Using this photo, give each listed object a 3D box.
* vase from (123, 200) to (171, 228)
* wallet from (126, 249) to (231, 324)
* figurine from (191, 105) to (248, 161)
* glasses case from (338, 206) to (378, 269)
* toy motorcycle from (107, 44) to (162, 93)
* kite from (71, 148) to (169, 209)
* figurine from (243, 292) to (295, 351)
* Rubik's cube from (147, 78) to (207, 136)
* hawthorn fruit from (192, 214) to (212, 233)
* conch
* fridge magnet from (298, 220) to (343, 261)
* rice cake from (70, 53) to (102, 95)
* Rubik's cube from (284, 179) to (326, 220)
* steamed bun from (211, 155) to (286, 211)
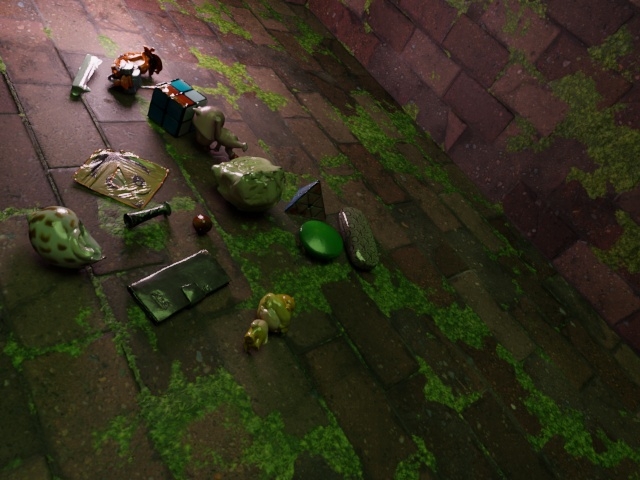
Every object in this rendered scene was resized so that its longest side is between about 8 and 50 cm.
[{"bbox_3d":[-0.627,-0.095,1.651,0.059,0.059,0.167,46,41,14],"label":"vase"},{"bbox_3d":[-0.466,0.147,1.530,0.169,0.044,0.317,46,42,13],"label":"wallet"},{"bbox_3d":[-0.463,-0.468,2.020,0.287,0.186,0.176,42,8,-13],"label":"figurine"},{"bbox_3d":[0.173,-0.017,2.084,0.137,0.085,0.355,11,45,-26],"label":"glasses case"},{"bbox_3d":[-0.874,-0.817,2.152,0.221,0.148,0.326,-1,45,-6],"label":"toy motorcycle"},{"bbox_3d":[-0.750,-0.240,1.747,0.377,0.013,0.328,-10,57,-42],"label":"kite"},{"bbox_3d":[-0.175,0.272,1.543,0.246,0.131,0.156,-45,116,-51],"label":"figurine"},{"bbox_3d":[-0.647,-0.604,2.057,0.183,0.167,0.180,36,39,2],"label":"Rubik's cube"},{"bbox_3d":[-0.451,-0.064,1.729,0.077,0.077,0.077,18,42,-18],"label":"hawthorn fruit"},{"bbox_3d":[-0.798,-0.013,1.386,0.148,0.183,0.275,-34,68,-13],"label":"conch"},{"bbox_3d":[0.000,0.000,1.951,0.207,0.088,0.208,19,41,-18],"label":"fridge magnet"},{"bbox_3d":[-1.040,-0.737,2.018,0.081,0.051,0.290,6,48,-17],"label":"rice cake"},{"bbox_3d":[-0.096,-0.199,2.110,0.190,0.212,0.178,-14,33,-14],"label":"Rubik's cube"},{"bbox_3d":[-0.295,-0.223,1.906,0.280,0.207,0.267,25,32,34],"label":"steamed bun"}]
